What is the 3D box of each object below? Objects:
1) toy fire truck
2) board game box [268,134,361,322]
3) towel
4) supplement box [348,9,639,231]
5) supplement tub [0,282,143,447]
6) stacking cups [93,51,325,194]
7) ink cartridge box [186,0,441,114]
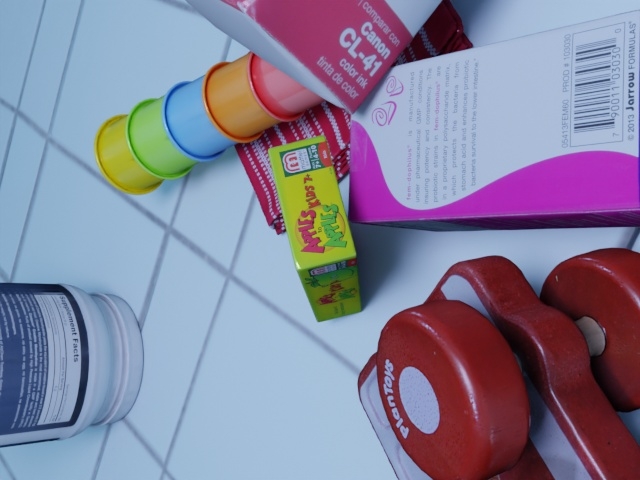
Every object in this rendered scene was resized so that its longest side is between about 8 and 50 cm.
[{"bbox_3d":[0.136,0.165,0.449,0.302,0.169,0.254,62,151,27],"label":"toy fire truck"},{"bbox_3d":[0.000,0.000,0.568,0.043,0.181,0.092,-14,72,0],"label":"board game box"},{"bbox_3d":[0.001,-0.161,0.676,0.275,0.031,0.199,-44,57,32],"label":"towel"},{"bbox_3d":[0.134,-0.066,0.483,0.220,0.113,0.111,0,86,43],"label":"supplement box"},{"bbox_3d":[-0.370,0.144,0.832,0.191,0.272,0.191,-5,82,43],"label":"supplement tub"},{"bbox_3d":[-0.107,-0.121,0.695,0.316,0.096,0.096,-13,77,45],"label":"stacking cups"},{"bbox_3d":[0.026,-0.277,0.517,0.306,0.131,0.226,-50,44,3],"label":"ink cartridge box"}]
